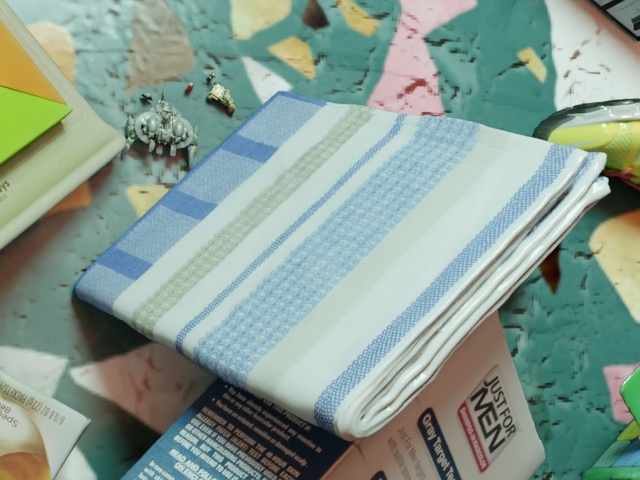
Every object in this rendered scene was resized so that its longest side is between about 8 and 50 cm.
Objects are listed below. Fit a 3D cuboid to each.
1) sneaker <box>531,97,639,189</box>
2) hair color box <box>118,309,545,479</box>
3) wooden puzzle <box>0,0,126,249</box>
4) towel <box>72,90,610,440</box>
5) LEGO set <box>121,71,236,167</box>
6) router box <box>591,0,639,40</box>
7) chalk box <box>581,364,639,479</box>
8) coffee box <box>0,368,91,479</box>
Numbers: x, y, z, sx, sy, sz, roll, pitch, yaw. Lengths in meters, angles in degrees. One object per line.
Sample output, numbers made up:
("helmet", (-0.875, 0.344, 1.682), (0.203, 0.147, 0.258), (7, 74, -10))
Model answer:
("sneaker", (0.247, -0.052, 1.002), (0.208, 0.081, 0.094), (2, 94, -13))
("hair color box", (-0.030, 0.178, 0.814), (0.347, 0.105, 0.174), (-45, 140, -19))
("wooden puzzle", (-0.244, -0.097, 0.808), (0.239, 0.044, 0.221), (48, 43, -5))
("towel", (0.000, 0.000, 0.814), (0.209, 0.285, 0.034), (-44, 125, -21))
("LEGO set", (-0.091, -0.079, 0.916), (0.054, 0.023, 0.083), (40, 72, -9))
("router box", (0.231, -0.340, 1.037), (0.243, 0.081, 0.309), (37, 72, -10))
("chalk box", (0.274, 0.159, 0.951), (0.132, 0.132, 0.213), (-40, 95, -19))
("coffee box", (-0.250, 0.175, 0.782), (0.141, 0.098, 0.247), (31, 73, -10))
